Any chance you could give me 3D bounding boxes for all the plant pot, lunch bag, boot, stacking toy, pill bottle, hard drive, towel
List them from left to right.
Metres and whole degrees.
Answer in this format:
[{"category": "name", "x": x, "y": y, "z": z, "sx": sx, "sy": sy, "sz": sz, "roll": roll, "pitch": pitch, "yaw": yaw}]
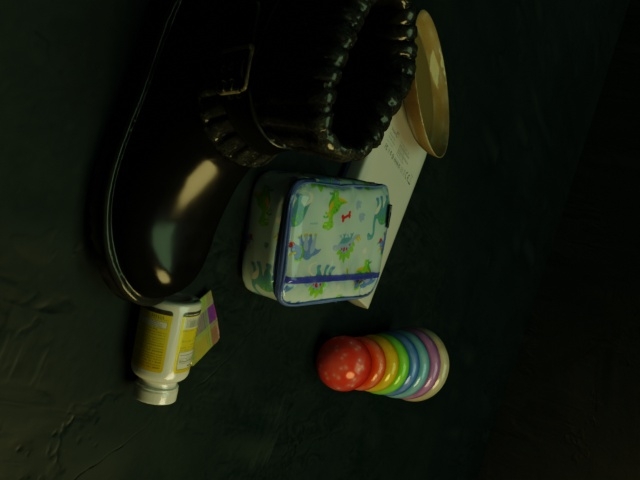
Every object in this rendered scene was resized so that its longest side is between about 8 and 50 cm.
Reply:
[{"category": "pill bottle", "x": -0.170, "y": 0.115, "z": 0.869, "sx": 0.065, "sy": 0.065, "sz": 0.116, "roll": -2, "pitch": 106, "yaw": -62}, {"category": "towel", "x": -0.146, "y": 0.107, "z": 0.971, "sx": 0.060, "sy": 0.009, "sz": 0.083, "roll": -44, "pitch": 139, "yaw": -44}, {"category": "boot", "x": -0.067, "y": -0.083, "z": 0.735, "sx": 0.131, "sy": 0.260, "sz": 0.347, "roll": 4, "pitch": 100, "yaw": -57}, {"category": "lunch bag", "x": 0.000, "y": 0.000, "z": 1.068, "sx": 0.219, "sy": 0.090, "sz": 0.176, "roll": 2, "pitch": 101, "yaw": -50}, {"category": "hard drive", "x": 0.086, "y": -0.070, "z": 1.287, "sx": 0.318, "sy": 0.040, "sz": 0.210, "roll": -68, "pitch": 152, "yaw": -13}, {"category": "stacking toy", "x": 0.099, "y": 0.208, "z": 1.385, "sx": 0.330, "sy": 0.141, "sz": 0.141, "roll": 17, "pitch": 88, "yaw": -57}, {"category": "plant pot", "x": 0.167, "y": -0.249, "z": 1.290, "sx": 0.236, "sy": 0.033, "sz": 0.236, "roll": -5, "pitch": 90, "yaw": -70}]
